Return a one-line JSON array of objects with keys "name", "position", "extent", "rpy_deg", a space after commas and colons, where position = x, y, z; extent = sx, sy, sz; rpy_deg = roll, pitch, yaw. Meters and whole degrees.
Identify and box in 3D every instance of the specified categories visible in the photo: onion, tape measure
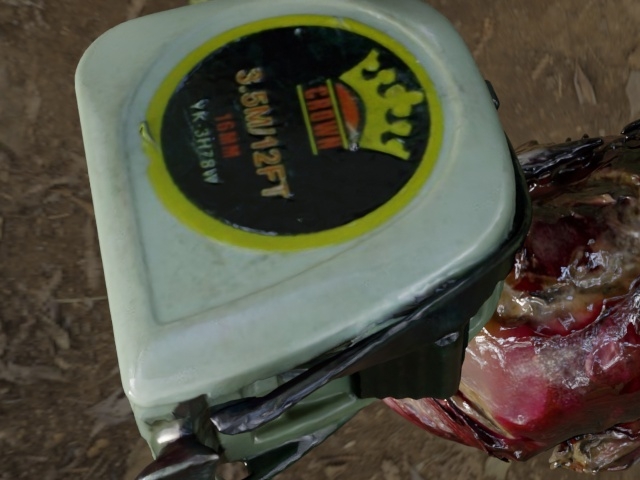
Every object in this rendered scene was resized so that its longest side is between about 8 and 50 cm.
[{"name": "onion", "position": [0.180, 0.043, 0.815], "extent": [0.314, 0.314, 0.232], "rpy_deg": [-26, 91, 12]}, {"name": "tape measure", "position": [0.000, 0.000, 0.544], "extent": [0.207, 0.115, 0.235], "rpy_deg": [-12, 57, -6]}]
